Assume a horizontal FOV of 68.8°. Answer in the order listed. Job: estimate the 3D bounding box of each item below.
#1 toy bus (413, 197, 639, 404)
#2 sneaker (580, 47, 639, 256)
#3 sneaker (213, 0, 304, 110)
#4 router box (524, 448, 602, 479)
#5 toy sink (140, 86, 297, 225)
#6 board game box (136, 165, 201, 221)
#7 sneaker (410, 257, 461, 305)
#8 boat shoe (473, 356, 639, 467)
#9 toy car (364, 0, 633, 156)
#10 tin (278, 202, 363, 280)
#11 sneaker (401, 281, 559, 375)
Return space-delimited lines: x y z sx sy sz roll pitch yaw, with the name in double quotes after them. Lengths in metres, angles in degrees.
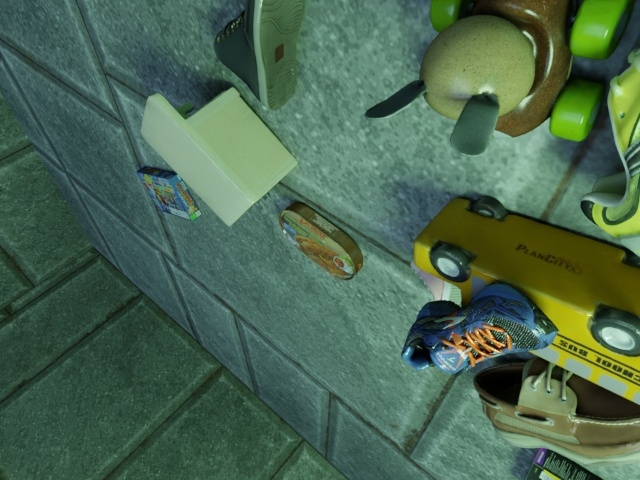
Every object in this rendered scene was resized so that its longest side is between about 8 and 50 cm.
0.272 0.065 0.524 0.333 0.108 0.130 25 147 35 "toy bus"
0.264 -0.113 0.282 0.147 0.145 0.384 26 143 33 "sneaker"
-0.093 -0.284 0.614 0.118 0.083 0.222 40 151 15 "sneaker"
0.440 0.458 0.840 0.133 0.046 0.179 27 145 33 "router box"
-0.179 -0.166 0.825 0.234 0.131 0.153 47 151 -8 "toy sink"
-0.421 -0.131 1.292 0.201 0.035 0.136 17 138 43 "board game box"
0.175 0.055 0.703 0.070 0.051 0.134 24 140 39 "sneaker"
0.322 0.213 0.628 0.116 0.123 0.324 49 150 2 "boat shoe"
0.132 -0.127 0.391 0.155 0.188 0.149 27 145 33 "toy car"
0.000 0.000 0.885 0.190 0.040 0.106 37 154 18 "tin"
0.167 0.112 0.520 0.083 0.087 0.221 45 154 -1 "sneaker"
